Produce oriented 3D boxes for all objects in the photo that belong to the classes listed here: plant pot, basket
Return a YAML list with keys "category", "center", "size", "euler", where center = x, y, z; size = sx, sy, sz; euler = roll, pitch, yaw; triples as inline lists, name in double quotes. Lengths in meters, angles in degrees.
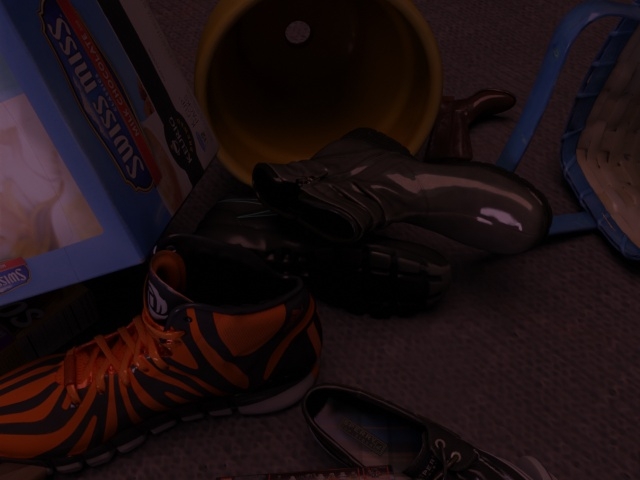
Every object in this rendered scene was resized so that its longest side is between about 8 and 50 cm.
- category: "plant pot"
  center: [-0.013, -0.205, 0.930]
  size: [0.254, 0.254, 0.239]
  euler: [-8, 32, -3]
- category: "basket"
  center: [0.307, -0.102, 0.803]
  size: [0.289, 0.254, 0.201]
  euler: [-5, 46, -27]

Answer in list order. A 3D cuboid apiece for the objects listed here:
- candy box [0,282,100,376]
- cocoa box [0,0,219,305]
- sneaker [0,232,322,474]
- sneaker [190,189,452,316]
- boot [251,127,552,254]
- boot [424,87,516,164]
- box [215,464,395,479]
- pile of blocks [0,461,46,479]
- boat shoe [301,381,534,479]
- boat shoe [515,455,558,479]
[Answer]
- category: "candy box"
  center: [-0.323, 0.086, 0.796]
  size: [0.109, 0.053, 0.187]
  euler: [34, 56, 30]
- category: "cocoa box"
  center: [-0.309, -0.080, 0.721]
  size: [0.347, 0.231, 0.228]
  euler: [-17, 24, 18]
- category: "sneaker"
  center: [-0.158, 0.084, 0.701]
  size: [0.321, 0.180, 0.124]
  euler: [-16, 49, -11]
- category: "sneaker"
  center: [0.000, 0.000, 0.823]
  size: [0.267, 0.101, 0.106]
  euler: [9, 47, 11]
- category: "boot"
  center: [0.068, -0.026, 0.754]
  size: [0.246, 0.083, 0.161]
  euler: [23, 33, 29]
- category: "boot"
  center: [0.177, -0.128, 0.969]
  size: [0.106, 0.037, 0.114]
  euler: [-6, 43, 16]
- category: "box"
  center: [-0.009, 0.223, 0.628]
  size: [0.137, 0.094, 0.027]
  euler: [-5, 11, 0]
- category: "pile of blocks"
  center: [-0.294, 0.247, 0.630]
  size: [0.362, 0.112, 0.149]
  euler: [4, 8, 15]
- category: "boat shoe"
  center: [0.080, 0.176, 0.660]
  size: [0.228, 0.076, 0.080]
  euler: [29, 78, 28]
- category: "boat shoe"
  center: [0.193, 0.216, 0.664]
  size: [0.035, 0.035, 0.100]
  euler: [3, 37, -32]
